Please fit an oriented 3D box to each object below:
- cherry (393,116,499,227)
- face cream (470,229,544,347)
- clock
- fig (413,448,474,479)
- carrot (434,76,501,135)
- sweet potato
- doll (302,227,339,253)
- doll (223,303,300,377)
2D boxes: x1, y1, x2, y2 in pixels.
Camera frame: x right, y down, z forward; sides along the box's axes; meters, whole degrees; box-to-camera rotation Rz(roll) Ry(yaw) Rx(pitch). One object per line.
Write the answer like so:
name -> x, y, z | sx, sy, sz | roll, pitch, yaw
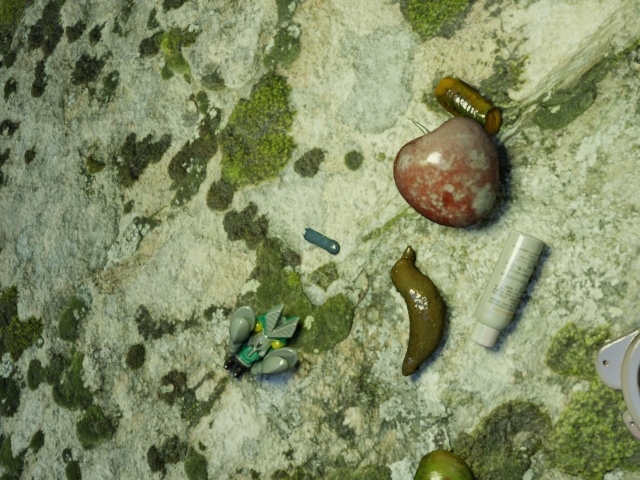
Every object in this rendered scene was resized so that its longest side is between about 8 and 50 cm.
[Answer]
cherry -> 0.286, -0.168, 1.724 | 0.285, 0.213, 0.236 | 55, 137, 4
face cream -> 0.409, 0.111, 1.690 | 0.082, 0.082, 0.269 | 27, 98, 31
clock -> 0.725, 0.293, 1.462 | 0.295, 0.113, 0.322 | -33, 71, 24
fig -> 0.329, 0.554, 1.686 | 0.245, 0.149, 0.149 | 10, 90, 12
carrot -> 0.346, -0.318, 1.778 | 0.173, 0.082, 0.082 | 39, 105, 28
sweet potato -> 0.231, 0.159, 1.785 | 0.124, 0.098, 0.310 | -17, 76, 50
doll -> 0.000, 0.000, 1.983 | 0.125, 0.027, 0.037 | 29, 99, 33
doll -> -0.150, 0.283, 1.981 | 0.195, 0.153, 0.258 | 17, 120, 5
